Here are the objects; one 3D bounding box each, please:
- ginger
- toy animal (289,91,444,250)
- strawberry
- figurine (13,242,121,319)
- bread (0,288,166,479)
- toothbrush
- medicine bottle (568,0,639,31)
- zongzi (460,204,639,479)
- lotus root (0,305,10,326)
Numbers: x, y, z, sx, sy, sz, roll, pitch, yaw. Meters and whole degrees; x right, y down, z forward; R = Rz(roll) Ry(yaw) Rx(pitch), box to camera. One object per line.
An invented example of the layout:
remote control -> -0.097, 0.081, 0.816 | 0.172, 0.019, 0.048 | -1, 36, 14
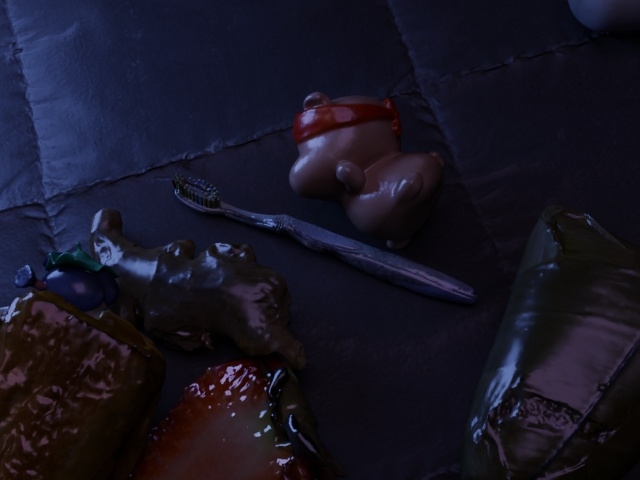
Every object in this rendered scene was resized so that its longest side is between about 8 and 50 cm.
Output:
ginger -> -0.157, 0.068, 1.473 | 0.333, 0.080, 0.166 | 17, 70, 17
toy animal -> 0.051, -0.093, 1.504 | 0.171, 0.171, 0.197 | -38, 70, -18
strawberry -> -0.115, 0.273, 1.339 | 0.306, 0.138, 0.233 | -40, 42, 9
figurine -> -0.268, 0.099, 1.416 | 0.102, 0.111, 0.195 | -16, 87, 6
bread -> -0.302, 0.227, 1.301 | 0.195, 0.149, 0.344 | 30, 85, -2
toothbrush -> 0.000, 0.000, 1.534 | 0.413, 0.042, 0.035 | 20, 62, 13
medicine bottle -> 0.499, -0.348, 1.658 | 0.341, 0.130, 0.130 | -3, 58, 1
zongzi -> 0.361, 0.184, 1.325 | 0.393, 0.174, 0.356 | 22, 66, 9
lotus root -> -0.358, 0.141, 1.452 | 0.112, 0.081, 0.122 | -14, 58, 4
